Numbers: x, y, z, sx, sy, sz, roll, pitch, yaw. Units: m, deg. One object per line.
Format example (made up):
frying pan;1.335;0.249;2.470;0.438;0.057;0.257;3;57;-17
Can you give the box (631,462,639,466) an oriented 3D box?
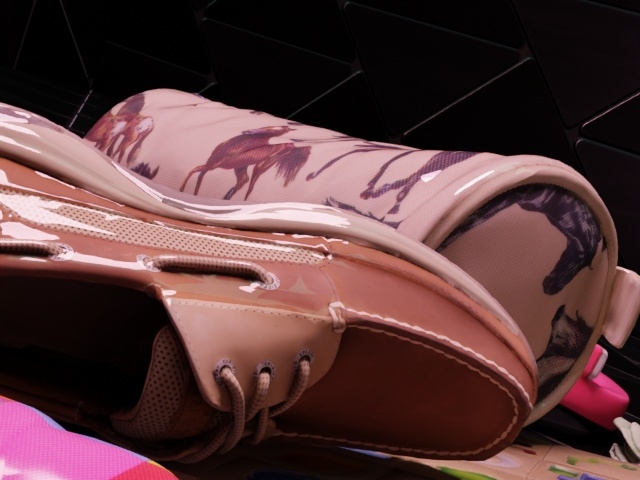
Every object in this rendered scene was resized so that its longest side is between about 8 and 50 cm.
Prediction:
box;0.185;0.149;0.825;0.083;0.018;0.067;-5;12;-15

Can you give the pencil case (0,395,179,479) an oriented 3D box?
pencil case;-0.032;0.106;0.332;0.236;0.104;0.104;19;6;20

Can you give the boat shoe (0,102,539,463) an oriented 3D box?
boat shoe;-0.057;0.046;0.621;0.324;0.123;0.116;16;38;-12

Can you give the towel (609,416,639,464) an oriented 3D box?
towel;0.364;0.202;0.936;0.325;0.038;0.248;18;7;-2

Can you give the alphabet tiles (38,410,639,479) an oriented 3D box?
alphabet tiles;0.042;0.112;0.712;0.343;0.011;0.285;13;5;15

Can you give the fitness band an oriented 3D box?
fitness band;0.114;0.059;1.120;0.291;0.054;0.209;30;-2;-12

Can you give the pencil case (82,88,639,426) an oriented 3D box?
pencil case;0.000;0.000;0.914;0.184;0.159;0.410;-6;14;-37
